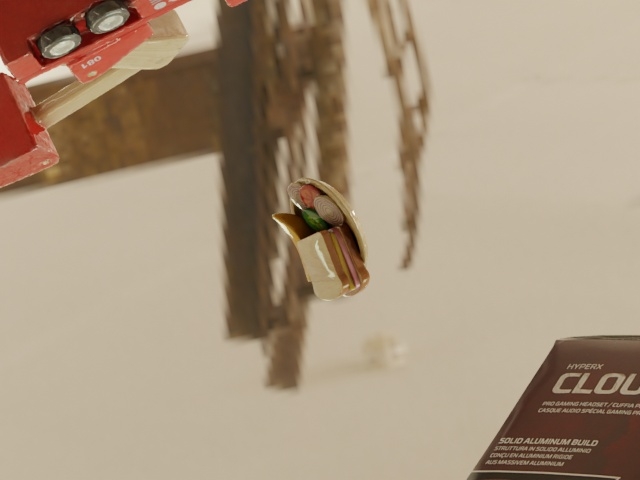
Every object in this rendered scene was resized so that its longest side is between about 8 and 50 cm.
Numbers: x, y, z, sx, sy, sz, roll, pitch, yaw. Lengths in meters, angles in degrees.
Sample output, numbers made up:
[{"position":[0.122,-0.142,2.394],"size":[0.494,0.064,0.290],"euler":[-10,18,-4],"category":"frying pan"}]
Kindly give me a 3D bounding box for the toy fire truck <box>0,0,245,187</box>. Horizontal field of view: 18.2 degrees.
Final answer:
[{"position":[-0.101,-0.099,0.950],"size":[0.192,0.047,0.135],"euler":[-27,164,0],"category":"toy fire truck"}]

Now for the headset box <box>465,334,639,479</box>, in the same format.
[{"position":[0.111,0.187,0.663],"size":[0.110,0.218,0.293],"euler":[-1,-141,42],"category":"headset box"}]

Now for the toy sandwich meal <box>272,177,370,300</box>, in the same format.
[{"position":[0.000,0.000,1.300],"size":[0.029,0.086,0.085],"euler":[-31,-156,-27],"category":"toy sandwich meal"}]
